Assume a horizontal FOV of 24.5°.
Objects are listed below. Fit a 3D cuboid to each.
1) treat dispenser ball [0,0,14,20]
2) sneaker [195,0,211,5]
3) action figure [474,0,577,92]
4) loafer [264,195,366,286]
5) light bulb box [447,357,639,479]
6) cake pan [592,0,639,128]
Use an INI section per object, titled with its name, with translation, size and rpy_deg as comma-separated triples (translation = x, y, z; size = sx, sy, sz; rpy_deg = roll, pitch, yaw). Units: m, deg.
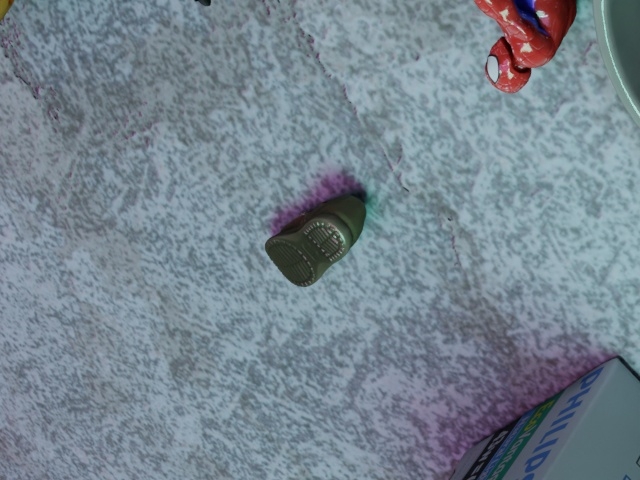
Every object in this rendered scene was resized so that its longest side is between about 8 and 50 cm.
[treat dispenser ball]
translation = -0.364, -0.260, 1.141
size = 0.288, 0.288, 0.288
rpy_deg = 21, 134, 23
[sneaker]
translation = -0.072, -0.234, 1.108
size = 0.085, 0.058, 0.152
rpy_deg = 51, 143, 0
[action figure]
translation = 0.122, -0.219, 0.950
size = 0.139, 0.091, 0.280
rpy_deg = 22, 134, 13
[loafer]
translation = 0.000, 0.000, 1.260
size = 0.056, 0.050, 0.148
rpy_deg = 54, 153, -7
[light bulb box]
translation = 0.222, 0.358, 1.151
size = 0.361, 0.358, 0.225
rpy_deg = 46, 137, -2
[cake pan]
translation = 0.312, -0.137, 0.896
size = 0.293, 0.054, 0.293
rpy_deg = 21, 134, 23
